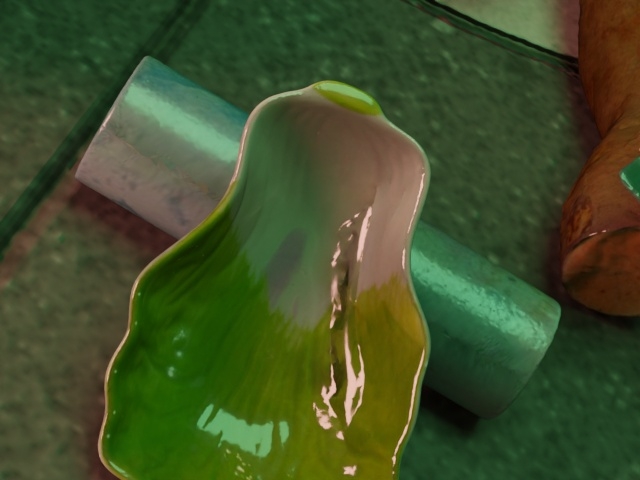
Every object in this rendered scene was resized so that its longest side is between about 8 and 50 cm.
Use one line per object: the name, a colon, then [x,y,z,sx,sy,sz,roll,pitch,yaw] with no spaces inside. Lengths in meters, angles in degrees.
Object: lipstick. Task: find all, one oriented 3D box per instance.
lipstick: [0.000,0.000,0.583,0.158,0.048,0.048,31,42,-5]

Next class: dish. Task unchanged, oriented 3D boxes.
dish: [-0.012,0.022,0.536,0.091,0.039,0.137,18,82,-9]

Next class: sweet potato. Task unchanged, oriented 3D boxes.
sweet potato: [0.136,-0.082,0.736,0.067,0.059,0.281,30,43,-18]

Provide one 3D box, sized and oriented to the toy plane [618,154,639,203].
toy plane: [0.256,0.085,0.618,0.155,0.106,0.381,-34,86,-35]
